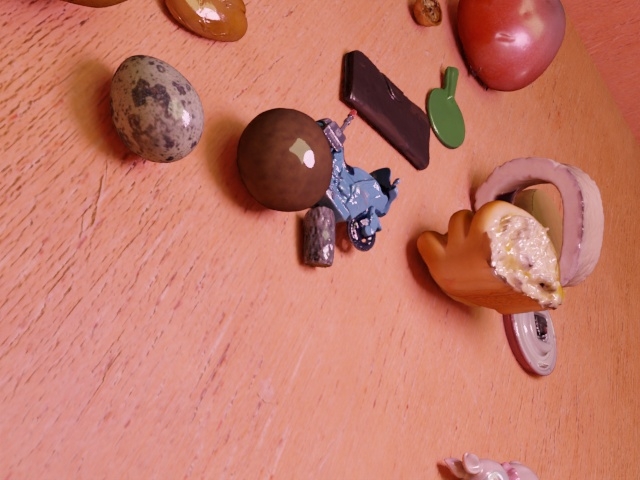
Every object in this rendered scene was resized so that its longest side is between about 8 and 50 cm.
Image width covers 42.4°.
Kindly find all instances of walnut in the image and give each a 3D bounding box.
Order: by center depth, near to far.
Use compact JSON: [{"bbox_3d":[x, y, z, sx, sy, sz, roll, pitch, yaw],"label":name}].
[{"bbox_3d":[0.279,-0.606,2.196,0.121,0.052,0.091,-37,104,-52],"label":"walnut"}]

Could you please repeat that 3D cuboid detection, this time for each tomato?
[{"bbox_3d":[0.548,-0.604,2.359,0.341,0.272,0.341,29,51,-43],"label":"tomato"}]

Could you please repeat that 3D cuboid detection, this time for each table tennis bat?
[{"bbox_3d":[0.332,-0.353,2.156,0.160,0.039,0.257,37,51,-36],"label":"table tennis bat"}]

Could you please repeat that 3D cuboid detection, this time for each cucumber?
[{"bbox_3d":[0.000,-0.002,1.513,0.064,0.064,0.112,26,53,-44],"label":"cucumber"}]

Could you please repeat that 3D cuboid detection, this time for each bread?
[{"bbox_3d":[-0.192,-0.414,1.462,0.189,0.077,0.114,7,63,-48],"label":"bread"},{"bbox_3d":[0.375,0.034,1.817,0.315,0.270,0.211,29,66,-33],"label":"bread"}]

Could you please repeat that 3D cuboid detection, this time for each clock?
[{"bbox_3d":[0.549,0.230,2.126,0.244,0.056,0.244,29,51,-42],"label":"clock"}]

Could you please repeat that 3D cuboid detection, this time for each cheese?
[{"bbox_3d":[0.545,-0.037,2.068,0.153,0.292,0.332,4,81,-52],"label":"cheese"}]

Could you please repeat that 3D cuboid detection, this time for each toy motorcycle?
[{"bbox_3d":[0.051,-0.123,1.597,0.272,0.123,0.182,54,48,-21],"label":"toy motorcycle"}]

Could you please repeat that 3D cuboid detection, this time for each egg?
[{"bbox_3d":[-0.247,-0.197,1.229,0.132,0.132,0.172,-18,76,-55],"label":"egg"}]

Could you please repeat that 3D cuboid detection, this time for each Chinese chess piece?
[{"bbox_3d":[0.596,-0.018,2.278,0.251,0.097,0.251,29,51,-43],"label":"Chinese chess piece"}]

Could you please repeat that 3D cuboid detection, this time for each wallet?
[{"bbox_3d":[0.158,-0.300,1.892,0.309,0.042,0.165,36,49,-38],"label":"wallet"}]

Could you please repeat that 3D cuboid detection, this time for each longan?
[{"bbox_3d":[-0.055,-0.144,1.429,0.185,0.159,0.204,60,37,-27],"label":"longan"}]

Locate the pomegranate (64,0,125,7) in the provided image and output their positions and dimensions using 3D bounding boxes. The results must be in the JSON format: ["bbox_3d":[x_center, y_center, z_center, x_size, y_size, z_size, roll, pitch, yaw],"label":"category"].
[{"bbox_3d":[-0.311,-0.469,1.146,0.307,0.307,0.307,28,52,-43],"label":"pomegranate"}]

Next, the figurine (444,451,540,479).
[{"bbox_3d":[0.345,0.511,1.667,0.235,0.127,0.155,23,65,-39],"label":"figurine"}]
